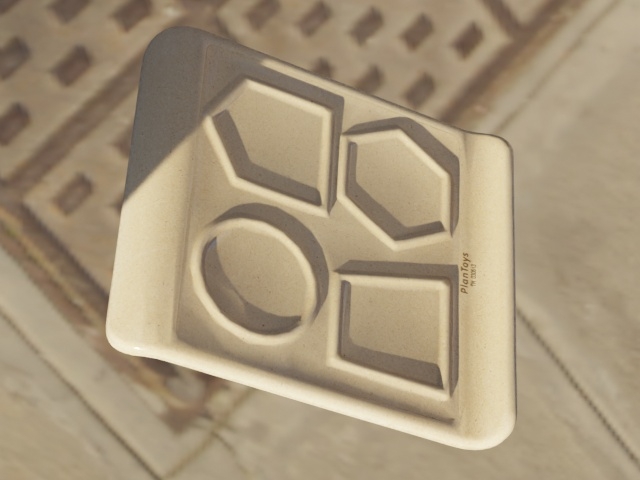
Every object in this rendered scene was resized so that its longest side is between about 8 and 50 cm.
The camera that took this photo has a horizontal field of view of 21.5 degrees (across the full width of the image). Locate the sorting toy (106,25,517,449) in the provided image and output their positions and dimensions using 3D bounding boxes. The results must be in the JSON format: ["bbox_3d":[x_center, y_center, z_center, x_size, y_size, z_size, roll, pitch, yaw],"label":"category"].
[{"bbox_3d":[0.000,0.000,0.852,0.208,0.038,0.193,16,55,-18],"label":"sorting toy"}]
